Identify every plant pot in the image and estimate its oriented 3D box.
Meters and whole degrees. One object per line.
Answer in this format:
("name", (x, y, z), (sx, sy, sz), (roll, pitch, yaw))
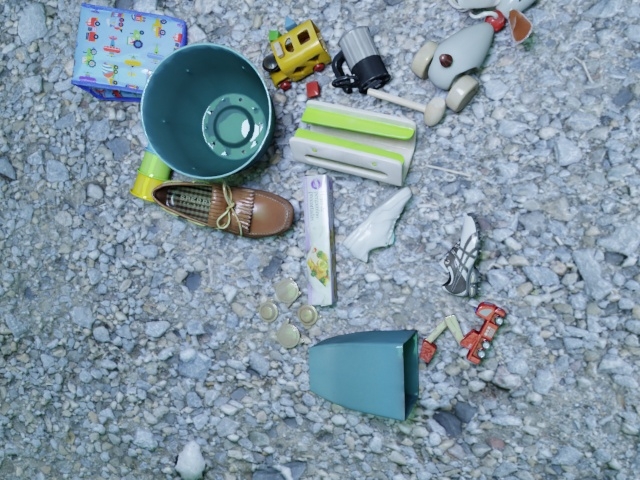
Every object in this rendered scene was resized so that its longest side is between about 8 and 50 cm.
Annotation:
("plant pot", (-0.243, -0.293, 1.101), (0.293, 0.235, 0.292), (1, 97, 5))
("plant pot", (0.098, 0.302, 1.069), (0.235, 0.166, 0.165), (-2, 90, 22))

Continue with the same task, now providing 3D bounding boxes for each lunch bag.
("lunch bag", (-0.501, -0.505, 1.249), (0.294, 0.138, 0.220), (7, 90, 6))

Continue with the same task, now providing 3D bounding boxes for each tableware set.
("tableware set", (-0.085, 0.190, 1.188), (0.141, 0.020, 0.168), (-42, 79, 10))

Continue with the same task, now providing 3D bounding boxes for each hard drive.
("hard drive", (-0.335, -0.345, 1.249), (0.135, 0.022, 0.094), (44, 100, 10))

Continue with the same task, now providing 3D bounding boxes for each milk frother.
("milk frother", (0.077, -0.425, 1.075), (0.129, 0.143, 0.134), (-25, 84, 18))

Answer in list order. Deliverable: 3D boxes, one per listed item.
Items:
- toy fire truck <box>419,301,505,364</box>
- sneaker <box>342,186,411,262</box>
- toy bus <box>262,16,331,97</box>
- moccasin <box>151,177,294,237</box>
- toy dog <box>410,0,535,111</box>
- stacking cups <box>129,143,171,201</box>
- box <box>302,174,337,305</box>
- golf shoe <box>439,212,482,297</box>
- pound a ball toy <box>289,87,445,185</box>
("toy fire truck", (0.329, 0.217, 1.061), (0.135, 0.047, 0.191), (27, 97, 15))
("sneaker", (0.156, -0.036, 1.100), (0.094, 0.080, 0.212), (44, 108, -1))
("toy bus", (-0.079, -0.458, 1.128), (0.191, 0.104, 0.202), (23, 96, 19))
("moccasin", (-0.252, -0.091, 1.164), (0.381, 0.147, 0.139), (17, 95, 14))
("toy dog", (0.340, -0.459, 0.993), (0.220, 0.161, 0.333), (23, 96, 14))
("stacking cups", (-0.417, -0.261, 1.227), (0.096, 0.096, 0.316), (26, 100, 14))
("box", (0.000, 0.000, 1.139), (0.063, 0.067, 0.323), (-3, 89, 14))
("golf shoe", (0.322, 0.032, 1.046), (0.094, 0.077, 0.198), (3, 90, 15))
("pound a ball toy", (0.115, -0.252, 1.090), (0.320, 0.135, 0.208), (15, 69, 15))
